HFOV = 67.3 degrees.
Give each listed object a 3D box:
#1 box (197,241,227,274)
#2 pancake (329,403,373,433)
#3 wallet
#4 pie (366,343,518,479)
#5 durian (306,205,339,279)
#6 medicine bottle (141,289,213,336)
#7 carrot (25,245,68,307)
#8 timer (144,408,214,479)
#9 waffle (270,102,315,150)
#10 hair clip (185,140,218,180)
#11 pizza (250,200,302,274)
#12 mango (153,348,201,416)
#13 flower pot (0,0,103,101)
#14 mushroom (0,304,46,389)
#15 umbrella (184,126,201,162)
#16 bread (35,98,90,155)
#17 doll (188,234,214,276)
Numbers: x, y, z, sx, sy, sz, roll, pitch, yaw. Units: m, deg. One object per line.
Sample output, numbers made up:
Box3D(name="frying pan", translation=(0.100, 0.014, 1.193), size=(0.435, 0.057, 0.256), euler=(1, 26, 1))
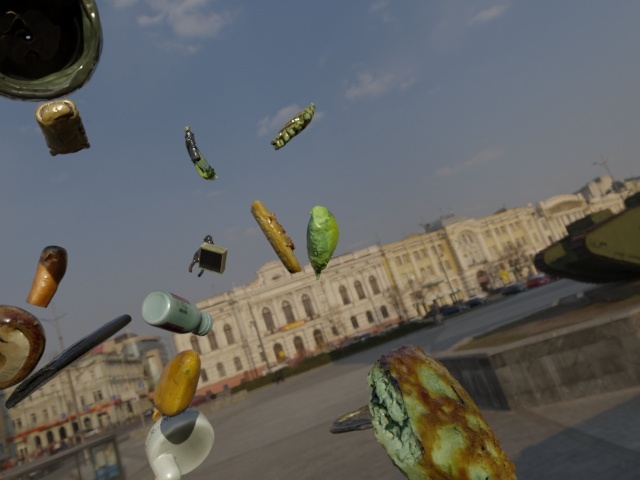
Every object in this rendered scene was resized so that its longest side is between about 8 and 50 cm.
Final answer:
Box3D(name="box", translation=(-0.332, 0.057, 1.480), size=(0.079, 0.083, 0.035), euler=(14, 26, 6))
Box3D(name="pancake", translation=(0.137, 0.534, 1.458), size=(0.249, 0.031, 0.250), euler=(-21, -8, -3))
Box3D(name="wallet", translation=(-0.610, 0.280, 1.183), size=(0.170, 0.044, 0.321), euler=(-34, 5, 14))
Box3D(name="pie", translation=(0.225, 0.347, 0.890), size=(0.288, 0.355, 0.103), euler=(25, -63, -35))
Box3D(name="durian", translation=(0.000, 0.000, 1.561), size=(0.139, 0.101, 0.250), euler=(-57, -22, -48))
Box3D(name="medicine bottle", translation=(-0.363, 0.197, 1.248), size=(0.090, 0.091, 0.217), euler=(-22, -27, 11))
Box3D(name="carrot", translation=(-0.849, 0.113, 1.505), size=(0.087, 0.194, 0.087), euler=(7, -14, 2))
Box3D(name="timer", translation=(-0.473, 0.704, 1.637), size=(0.233, 0.234, 0.240), euler=(-12, 25, -32))
Box3D(name="waffle", translation=(-0.093, -0.399, 1.692), size=(0.207, 0.054, 0.214), euler=(-36, 17, 23))
Box3D(name="hair clip", translation=(-0.468, -0.308, 1.858), size=(0.033, 0.189, 0.060), euler=(-1, 36, 47))
Box3D(name="pizza", translation=(-0.174, -0.015, 1.943), size=(0.086, 0.336, 0.226), euler=(-33, 6, -3))
Box3D(name="mango", translation=(-0.392, 0.395, 1.333), size=(0.109, 0.147, 0.227), euler=(24, -59, -13))
Box3D(name="flower pot", translation=(-0.571, -0.404, 0.900), size=(0.301, 0.302, 0.213), euler=(-13, 19, -28))
Box3D(name="mushroom", translation=(-0.768, 0.248, 1.128), size=(0.231, 0.138, 0.194), euler=(-18, -49, -18))
Box3D(name="umbrella", translation=(-0.469, -0.350, 1.750), size=(0.040, 0.144, 0.037), euler=(-32, -21, 35))
Box3D(name="bread", translation=(-0.862, -0.373, 1.610), size=(0.134, 0.081, 0.225), euler=(-28, -20, -27))
Box3D(name="doll", translation=(-0.418, 0.043, 1.726), size=(0.057, 0.165, 0.139), euler=(25, -37, -19))
